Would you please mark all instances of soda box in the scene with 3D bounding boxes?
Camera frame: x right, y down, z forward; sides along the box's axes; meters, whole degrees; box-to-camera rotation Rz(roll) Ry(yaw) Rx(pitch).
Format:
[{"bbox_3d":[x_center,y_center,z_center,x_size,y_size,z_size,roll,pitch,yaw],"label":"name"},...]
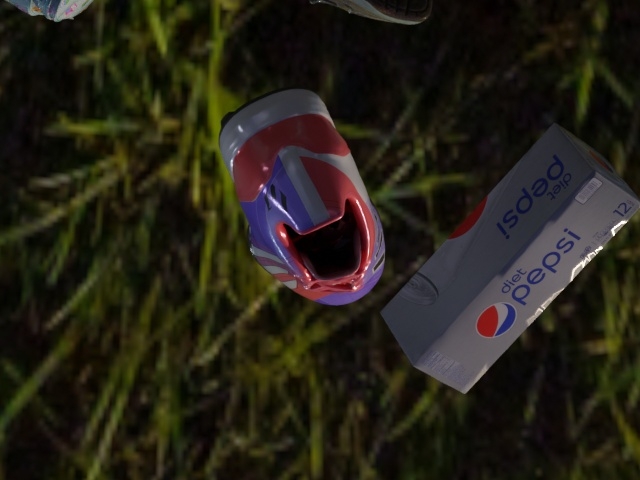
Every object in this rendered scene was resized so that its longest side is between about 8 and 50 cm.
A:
[{"bbox_3d":[0.199,0.020,1.939,0.091,0.098,0.286,29,110,-38],"label":"soda box"}]

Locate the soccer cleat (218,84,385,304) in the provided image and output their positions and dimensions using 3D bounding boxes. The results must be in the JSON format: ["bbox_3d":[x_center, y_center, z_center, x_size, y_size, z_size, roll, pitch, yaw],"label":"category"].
[{"bbox_3d":[0.000,0.000,1.423,0.108,0.116,0.318,-24,154,-1],"label":"soccer cleat"}]

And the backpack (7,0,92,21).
[{"bbox_3d":[-0.287,-0.310,1.997,0.115,0.182,0.152,24,109,8],"label":"backpack"}]

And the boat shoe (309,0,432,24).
[{"bbox_3d":[0.015,-0.248,1.728,0.190,0.068,0.072,24,149,-25],"label":"boat shoe"}]
